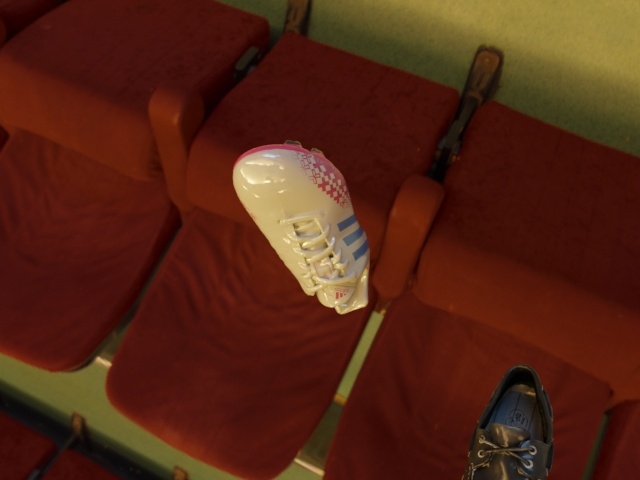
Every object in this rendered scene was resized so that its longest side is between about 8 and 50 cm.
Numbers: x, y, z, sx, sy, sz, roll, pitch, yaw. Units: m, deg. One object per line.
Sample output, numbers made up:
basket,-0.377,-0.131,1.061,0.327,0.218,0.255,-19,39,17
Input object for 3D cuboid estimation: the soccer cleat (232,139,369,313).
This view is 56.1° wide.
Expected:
soccer cleat,0.000,0.000,0.752,0.116,0.143,0.331,-18,155,14

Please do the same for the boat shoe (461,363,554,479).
boat shoe,0.288,0.310,0.911,0.127,0.340,0.113,4,117,33
